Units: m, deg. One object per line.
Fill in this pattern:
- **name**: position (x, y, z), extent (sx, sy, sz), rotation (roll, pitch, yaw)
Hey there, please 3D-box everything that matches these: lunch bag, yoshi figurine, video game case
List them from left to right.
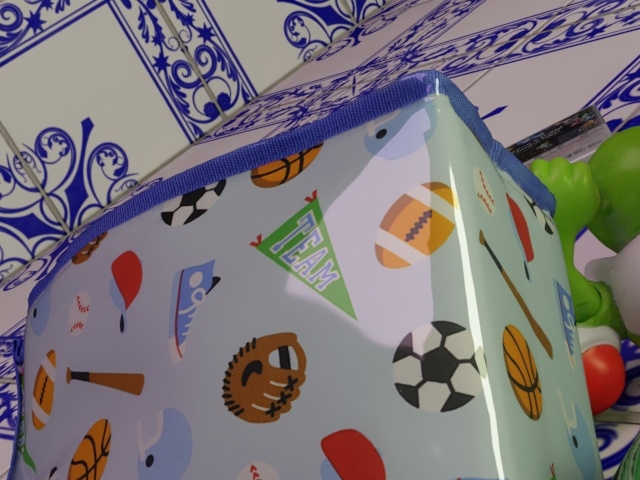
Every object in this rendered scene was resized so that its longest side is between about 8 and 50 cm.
- **lunch bag**: position (-0.034, 0.133, 0.744), extent (0.385, 0.239, 0.328), rotation (-20, 57, 24)
- **video game case**: position (0.264, -0.095, 1.480), extent (0.190, 0.022, 0.173), rotation (-27, 17, 13)
- **yoshi figurine**: position (0.187, 0.030, 0.953), extent (0.362, 0.203, 0.203), rotation (-26, 10, 4)

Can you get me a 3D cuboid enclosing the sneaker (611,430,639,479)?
- **sneaker**: position (0.272, 0.091, 0.678), extent (0.343, 0.134, 0.146), rotation (-18, -30, -35)
